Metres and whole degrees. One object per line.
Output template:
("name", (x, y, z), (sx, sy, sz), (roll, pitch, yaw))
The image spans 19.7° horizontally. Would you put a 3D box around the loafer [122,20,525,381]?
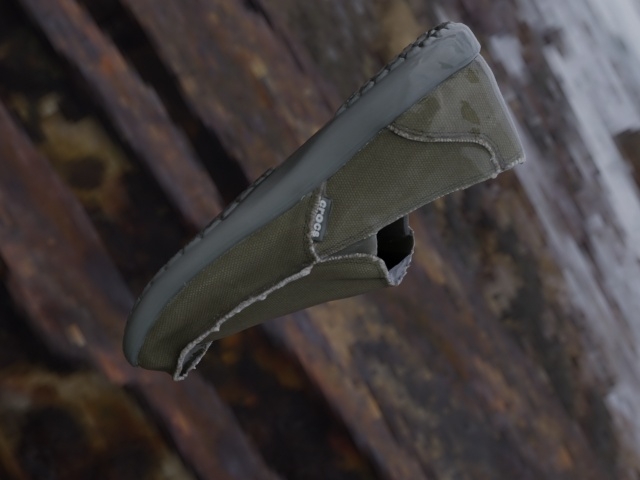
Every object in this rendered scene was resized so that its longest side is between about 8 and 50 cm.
("loafer", (0.000, 0.000, 0.918), (0.087, 0.251, 0.094), (48, 26, -3))
